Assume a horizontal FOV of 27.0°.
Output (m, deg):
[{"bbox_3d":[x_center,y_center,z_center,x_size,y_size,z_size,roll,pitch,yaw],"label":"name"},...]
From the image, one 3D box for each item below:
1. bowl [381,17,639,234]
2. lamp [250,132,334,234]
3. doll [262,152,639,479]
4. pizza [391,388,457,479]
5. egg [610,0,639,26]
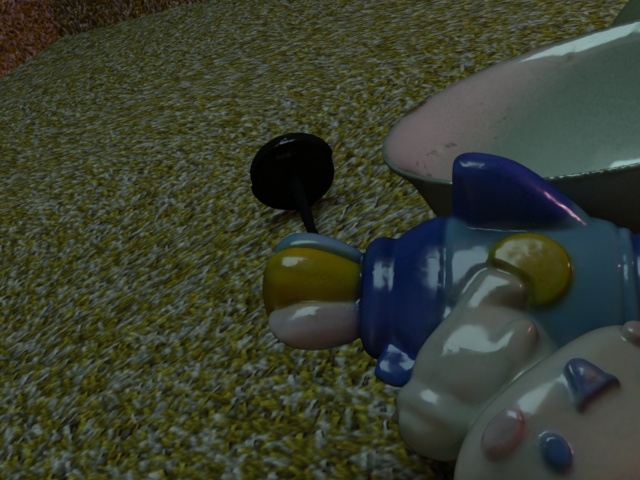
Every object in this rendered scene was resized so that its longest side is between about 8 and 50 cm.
[{"bbox_3d":[0.285,-0.051,1.170,0.435,0.196,0.435,-17,18,5],"label":"bowl"},{"bbox_3d":[-0.014,-0.033,1.528,0.130,0.108,0.371,-22,21,4],"label":"lamp"},{"bbox_3d":[0.143,0.075,0.917,0.376,0.187,0.365,-3,39,-31],"label":"doll"},{"bbox_3d":[0.127,0.139,1.054,0.195,0.052,0.185,6,31,46],"label":"pizza"},{"bbox_3d":[0.426,-0.204,1.407,0.295,0.218,0.218,-12,21,40],"label":"egg"}]
